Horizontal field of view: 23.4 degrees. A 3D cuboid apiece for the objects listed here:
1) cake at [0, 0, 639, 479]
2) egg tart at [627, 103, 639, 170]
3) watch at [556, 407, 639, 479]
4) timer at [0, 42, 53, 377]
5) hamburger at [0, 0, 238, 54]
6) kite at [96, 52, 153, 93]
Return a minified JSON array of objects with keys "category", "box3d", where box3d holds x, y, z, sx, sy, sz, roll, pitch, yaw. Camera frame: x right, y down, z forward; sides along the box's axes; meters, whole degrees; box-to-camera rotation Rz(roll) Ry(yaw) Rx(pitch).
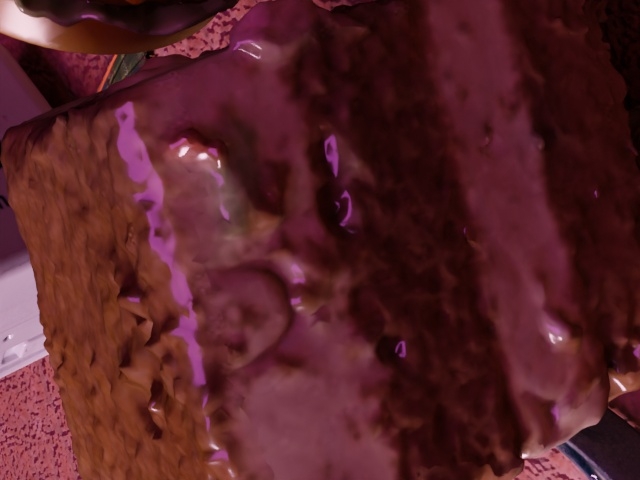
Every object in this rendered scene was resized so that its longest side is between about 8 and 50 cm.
[{"category":"cake","box3d":[0.000,0.000,0.830,0.282,0.290,0.256,-5,100,64]},{"category":"egg tart","box3d":[0.189,-0.012,0.839,0.128,0.049,0.129,20,119,40]},{"category":"watch","box3d":[0.158,0.193,0.944,0.206,0.068,0.193,33,128,33]},{"category":"timer","box3d":[-0.290,-0.006,1.191,0.195,0.192,0.194,52,143,15]},{"category":"hamburger","box3d":[-0.122,-0.259,0.881,0.274,0.274,0.212,52,138,16]},{"category":"kite","box3d":[-0.134,-0.043,1.166,0.183,0.014,0.241,-3,102,45]}]
